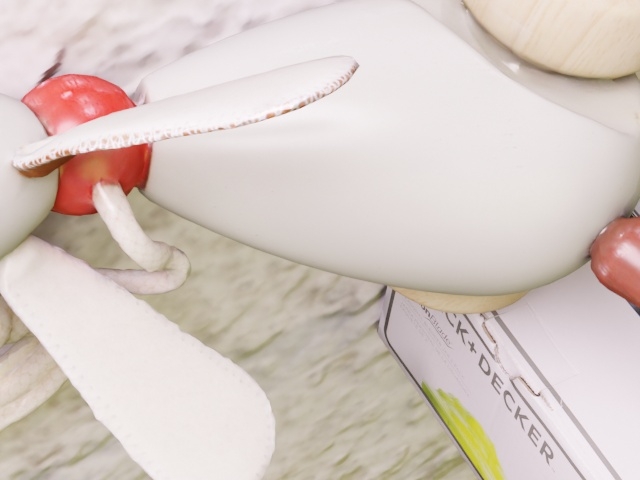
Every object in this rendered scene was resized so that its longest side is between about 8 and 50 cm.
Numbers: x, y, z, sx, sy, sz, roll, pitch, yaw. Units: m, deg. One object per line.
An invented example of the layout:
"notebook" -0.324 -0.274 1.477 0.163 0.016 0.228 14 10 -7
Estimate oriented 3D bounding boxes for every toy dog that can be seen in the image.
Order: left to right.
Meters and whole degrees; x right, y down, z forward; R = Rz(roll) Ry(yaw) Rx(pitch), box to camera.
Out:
"toy dog" 0.000 0.000 0.507 0.333 0.161 0.220 -27 146 -14

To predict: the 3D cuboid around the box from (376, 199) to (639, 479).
"box" 0.190 0.026 0.714 0.290 0.169 0.087 -22 147 -24
